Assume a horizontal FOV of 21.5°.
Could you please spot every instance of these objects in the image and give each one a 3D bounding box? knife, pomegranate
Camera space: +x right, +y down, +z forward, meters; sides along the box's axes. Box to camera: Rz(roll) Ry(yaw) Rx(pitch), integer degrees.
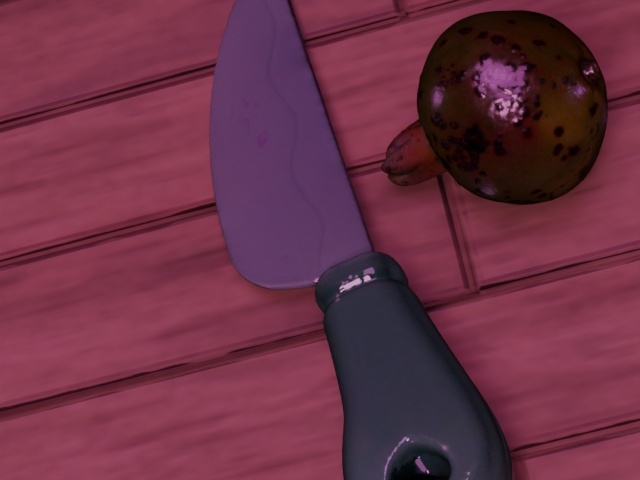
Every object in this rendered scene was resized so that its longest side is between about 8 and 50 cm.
[{"bbox_3d":[-0.001,0.001,0.618,0.063,0.034,0.260,-29,54,8],"label":"knife"},{"bbox_3d":[0.059,-0.046,0.600,0.085,0.073,0.073,-8,62,8],"label":"pomegranate"}]
